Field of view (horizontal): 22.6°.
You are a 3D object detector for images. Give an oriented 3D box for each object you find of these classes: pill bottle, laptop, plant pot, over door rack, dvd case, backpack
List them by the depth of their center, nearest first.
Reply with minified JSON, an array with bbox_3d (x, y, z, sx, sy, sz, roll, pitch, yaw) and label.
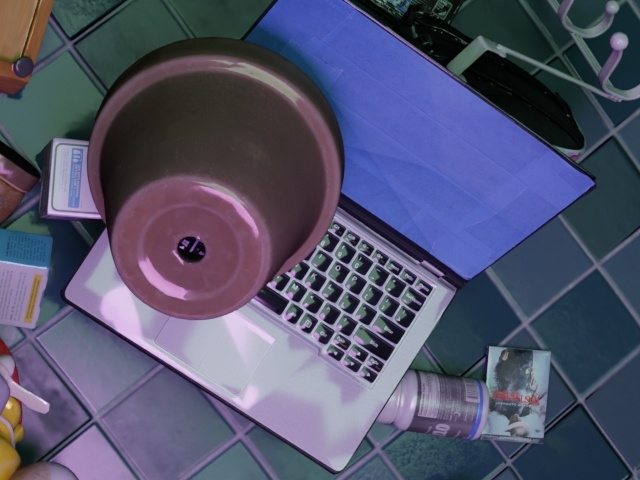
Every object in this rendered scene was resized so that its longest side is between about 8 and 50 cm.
[{"bbox_3d":[-0.111,-0.042,1.551,0.263,0.229,0.263,2,115,4],"label":"plant pot"},{"bbox_3d":[0.000,0.000,1.699,0.382,0.236,0.408,34,85,-12],"label":"laptop"},{"bbox_3d":[0.245,-0.287,1.886,0.324,0.108,0.239,2,48,-40],"label":"over door rack"},{"bbox_3d":[0.184,-0.138,1.919,0.253,0.225,0.191,21,115,-15],"label":"backpack"},{"bbox_3d":[0.132,0.200,1.978,0.137,0.078,0.078,9,87,-13],"label":"pill bottle"},{"bbox_3d":[0.248,0.197,2.039,0.087,0.013,0.119,7,89,-13],"label":"dvd case"}]

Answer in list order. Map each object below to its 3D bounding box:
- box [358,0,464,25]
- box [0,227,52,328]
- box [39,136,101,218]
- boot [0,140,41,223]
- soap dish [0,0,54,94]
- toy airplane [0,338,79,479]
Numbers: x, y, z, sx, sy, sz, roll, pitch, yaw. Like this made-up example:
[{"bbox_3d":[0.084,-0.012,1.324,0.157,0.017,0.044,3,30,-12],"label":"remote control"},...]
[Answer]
[{"bbox_3d":[0.110,-0.367,1.996,0.190,0.045,0.184,33,85,-12],"label":"box"},{"bbox_3d":[-0.436,0.030,1.827,0.244,0.060,0.100,10,129,-13],"label":"box"},{"bbox_3d":[-0.175,-0.059,1.860,0.290,0.169,0.087,4,88,-14],"label":"box"},{"bbox_3d":[-0.477,-0.120,1.826,0.305,0.112,0.115,38,96,-10],"label":"boot"},{"bbox_3d":[-0.391,-0.320,1.781,0.229,0.118,0.291,13,98,-38],"label":"soap dish"},{"bbox_3d":[-0.390,0.284,1.693,0.272,0.386,0.384,6,89,-1],"label":"toy airplane"}]
